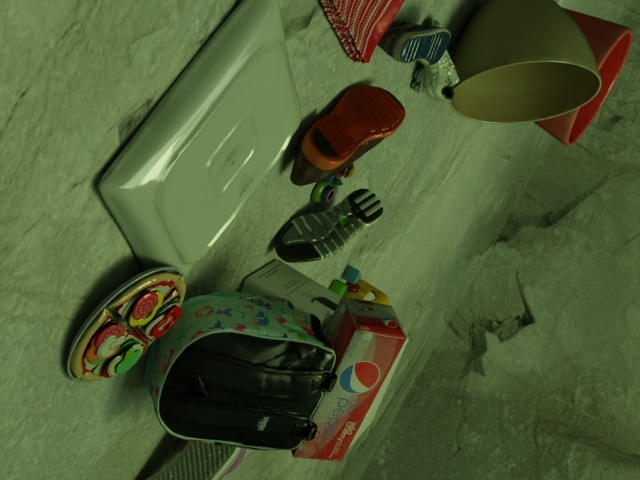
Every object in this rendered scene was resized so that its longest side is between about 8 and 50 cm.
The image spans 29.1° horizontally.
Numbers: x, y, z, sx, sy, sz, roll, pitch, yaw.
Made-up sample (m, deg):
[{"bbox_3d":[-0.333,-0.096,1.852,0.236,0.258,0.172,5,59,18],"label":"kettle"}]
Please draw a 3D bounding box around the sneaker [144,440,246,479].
[{"bbox_3d":[-0.224,0.419,2.102,0.282,0.102,0.161,-43,168,-4],"label":"sneaker"}]

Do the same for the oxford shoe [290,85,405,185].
[{"bbox_3d":[0.039,-0.168,1.965,0.271,0.097,0.098,-34,170,-47],"label":"oxford shoe"}]

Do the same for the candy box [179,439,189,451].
[{"bbox_3d":[-0.177,0.306,2.216,0.206,0.027,0.105,-52,164,-23],"label":"candy box"}]

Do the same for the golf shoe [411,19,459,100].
[{"bbox_3d":[0.214,-0.317,2.187,0.069,0.086,0.176,-50,159,-23],"label":"golf shoe"}]

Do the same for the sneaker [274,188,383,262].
[{"bbox_3d":[0.000,0.000,2.123,0.229,0.086,0.132,-27,170,-34],"label":"sneaker"}]

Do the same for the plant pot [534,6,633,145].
[{"bbox_3d":[0.478,-0.369,2.578,0.275,0.243,0.275,-52,162,-25],"label":"plant pot"}]

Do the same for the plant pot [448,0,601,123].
[{"bbox_3d":[0.375,-0.362,2.337,0.284,0.284,0.190,60,24,-71],"label":"plant pot"}]

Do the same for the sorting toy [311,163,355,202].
[{"bbox_3d":[0.025,-0.101,2.083,0.102,0.042,0.061,-60,163,4],"label":"sorting toy"}]

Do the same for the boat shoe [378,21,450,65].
[{"bbox_3d":[0.153,-0.329,2.018,0.183,0.066,0.066,-13,129,-60],"label":"boat shoe"}]

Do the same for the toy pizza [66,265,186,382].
[{"bbox_3d":[-0.248,0.117,1.623,0.201,0.032,0.201,-41,160,-19],"label":"toy pizza"}]

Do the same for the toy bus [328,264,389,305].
[{"bbox_3d":[0.059,0.170,2.528,0.202,0.104,0.191,-59,163,-3],"label":"toy bus"}]

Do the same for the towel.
[{"bbox_3d":[0.079,-0.382,1.786,0.198,0.031,0.275,-59,163,-4],"label":"towel"}]

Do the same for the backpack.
[{"bbox_3d":[-0.131,0.189,1.835,0.254,0.191,0.225,7,119,-29],"label":"backpack"}]

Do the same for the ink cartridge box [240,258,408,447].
[{"bbox_3d":[-0.017,0.189,2.052,0.114,0.273,0.197,-32,149,-56],"label":"ink cartridge box"}]

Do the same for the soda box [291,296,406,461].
[{"bbox_3d":[0.032,0.217,1.897,0.092,0.083,0.263,10,121,-24],"label":"soda box"}]

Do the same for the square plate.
[{"bbox_3d":[-0.130,-0.120,1.599,0.347,0.049,0.344,-54,162,-17],"label":"square plate"}]
